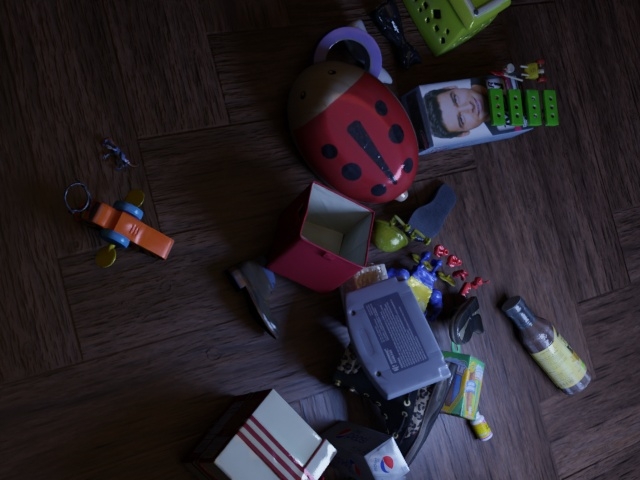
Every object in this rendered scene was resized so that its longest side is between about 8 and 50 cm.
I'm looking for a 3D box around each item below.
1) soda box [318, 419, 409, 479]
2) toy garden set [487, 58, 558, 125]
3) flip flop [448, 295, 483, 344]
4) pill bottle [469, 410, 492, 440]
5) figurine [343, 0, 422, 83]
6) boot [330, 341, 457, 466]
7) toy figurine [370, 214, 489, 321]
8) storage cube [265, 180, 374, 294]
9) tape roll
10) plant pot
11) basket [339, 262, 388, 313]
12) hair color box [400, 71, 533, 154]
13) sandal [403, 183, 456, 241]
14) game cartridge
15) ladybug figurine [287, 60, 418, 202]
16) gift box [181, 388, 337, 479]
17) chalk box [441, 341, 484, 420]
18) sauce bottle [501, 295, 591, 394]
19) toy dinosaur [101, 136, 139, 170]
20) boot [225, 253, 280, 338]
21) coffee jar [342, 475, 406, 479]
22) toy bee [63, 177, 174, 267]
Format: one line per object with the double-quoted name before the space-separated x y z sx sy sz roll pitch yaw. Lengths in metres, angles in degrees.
"soda box" 0.099 0.527 1.724 0.091 0.286 0.098 -28 95 -23
"toy garden set" 0.593 -0.441 2.085 0.245 0.049 0.203 -4 86 -24
"flip flop" 0.398 0.228 1.957 0.277 0.080 0.112 -19 98 -61
"pill bottle" 0.461 0.535 2.014 0.043 0.043 0.083 -31 96 -24
"figurine" 0.177 -0.562 2.023 0.215 0.092 0.209 -38 103 -22
"boot" 0.162 0.424 1.826 0.284 0.138 0.377 27 112 12
"toy figurine" 0.252 0.117 1.910 0.363 0.191 0.217 34 76 -15
"storage cube" 0.000 0.000 1.780 0.215 0.193 0.183 26 53 -20
"tape roll" 0.070 -0.493 1.923 0.189 0.080 0.188 -2 108 -7
"plant pot" 0.417 -0.723 2.081 0.227 0.207 0.228 -35 96 -23
"basket" 0.128 0.148 1.889 0.113 0.103 0.167 -11 88 -24
"hair color box" 0.444 -0.384 2.097 0.375 0.114 0.185 -13 88 -24
"sandal" 0.316 -0.071 2.018 0.097 0.054 0.254 55 49 -6
"game cartridge" 0.176 0.241 1.742 0.196 0.060 0.294 -17 60 -9
"ladybug figurine" 0.102 -0.276 1.862 0.305 0.162 0.449 -43 108 3
"gift box" -0.152 0.538 1.637 0.258 0.255 0.276 47 62 -9
"chalk box" 0.368 0.375 1.923 0.132 0.132 0.212 30 69 -54
"sauce bottle" 0.679 0.313 2.104 0.111 0.111 0.344 -46 103 -22
"toy dinosaur" -0.503 -0.215 1.711 0.090 0.047 0.082 -4 73 -57
"boot" -0.141 0.140 1.786 0.106 0.082 0.219 -34 95 -21
"coffee jar" 0.125 0.637 1.784 0.096 0.184 0.079 45 33 -11
"toy bee" -0.493 -0.055 1.639 0.195 0.162 0.298 -50 128 -29
